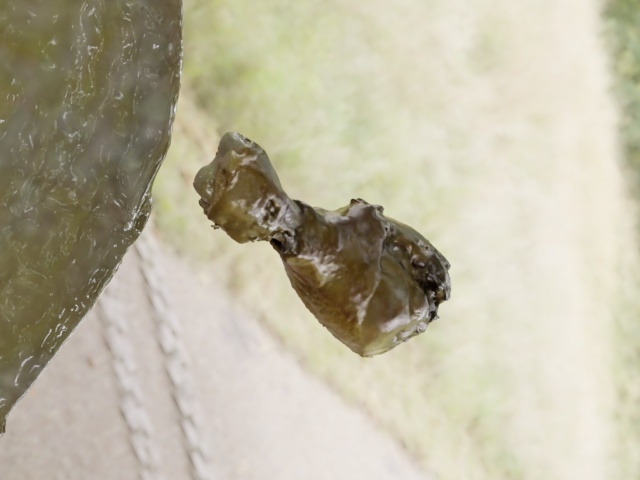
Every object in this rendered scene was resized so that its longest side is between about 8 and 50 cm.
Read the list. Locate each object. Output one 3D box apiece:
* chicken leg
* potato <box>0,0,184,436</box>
[{"bbox_3d":[-0.001,0.003,1.177,0.107,0.087,0.251,44,6,36],"label":"chicken leg"},{"bbox_3d":[-0.106,-0.002,0.396,0.100,0.261,0.120,29,-9,-25],"label":"potato"}]
